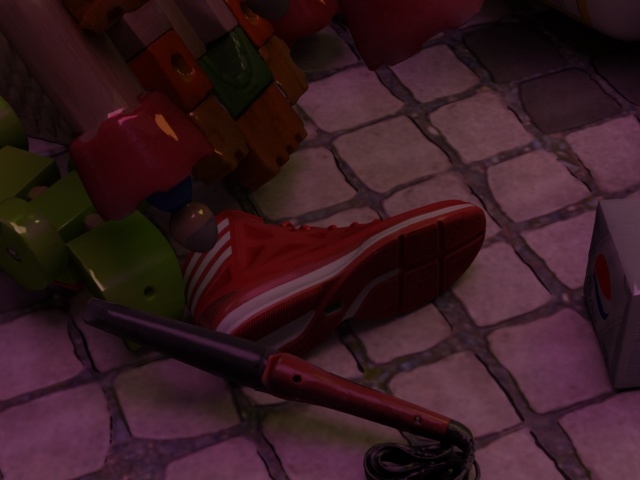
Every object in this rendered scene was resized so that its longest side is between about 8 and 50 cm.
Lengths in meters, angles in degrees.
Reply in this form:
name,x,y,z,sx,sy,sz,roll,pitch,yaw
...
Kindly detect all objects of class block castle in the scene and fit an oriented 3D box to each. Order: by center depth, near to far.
name,x,y,z,sx,sy,sz,roll,pitch,yaw
block castle,-0.001,-0.189,0.932,0.303,0.213,0.453,-27,15,26

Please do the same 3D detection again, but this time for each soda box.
name,x,y,z,sx,sy,sz,roll,pitch,yaw
soda box,0.331,0.026,0.877,0.286,0.091,0.098,-3,42,-2

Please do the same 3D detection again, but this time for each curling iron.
name,x,y,z,sx,sy,sz,roll,pitch,yaw
curling iron,-0.027,0.095,0.817,0.274,0.035,0.068,25,52,8

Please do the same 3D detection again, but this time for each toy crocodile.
name,x,y,z,sx,sy,sz,roll,pitch,yaw
toy crocodile,-0.232,-0.027,0.960,0.341,0.105,0.115,23,48,30

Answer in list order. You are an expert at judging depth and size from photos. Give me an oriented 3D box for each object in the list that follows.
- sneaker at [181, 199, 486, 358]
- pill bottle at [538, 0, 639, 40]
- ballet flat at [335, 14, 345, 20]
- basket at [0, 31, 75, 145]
name,x,y,z,sx,sy,sz,roll,pitch,yaw
sneaker,0.000,0.000,0.924,0.221,0.087,0.128,-22,48,-22
pill bottle,0.246,-0.294,1.156,0.188,0.188,0.334,-33,52,-29
ballet flat,0.045,-0.209,1.179,0.041,0.041,0.114,-34,52,-30
basket,-0.229,-0.171,1.061,0.113,0.167,0.103,14,52,17
